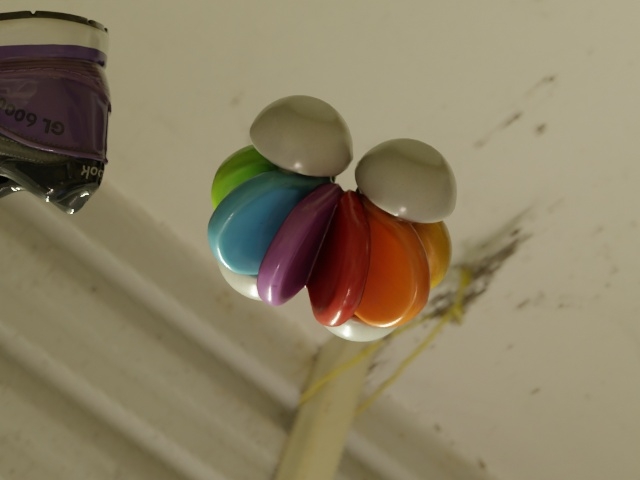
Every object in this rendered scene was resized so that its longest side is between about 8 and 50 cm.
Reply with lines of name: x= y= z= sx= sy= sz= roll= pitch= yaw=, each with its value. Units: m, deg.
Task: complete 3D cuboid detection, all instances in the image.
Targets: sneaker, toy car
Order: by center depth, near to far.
sneaker: x=-0.265 y=-0.060 z=0.969 sx=0.107 sy=0.283 sz=0.124 roll=22 pitch=-116 yaw=-74
toy car: x=0.000 y=0.000 z=1.135 sx=0.182 sy=0.159 sz=0.136 roll=23 pitch=-147 yaw=5
